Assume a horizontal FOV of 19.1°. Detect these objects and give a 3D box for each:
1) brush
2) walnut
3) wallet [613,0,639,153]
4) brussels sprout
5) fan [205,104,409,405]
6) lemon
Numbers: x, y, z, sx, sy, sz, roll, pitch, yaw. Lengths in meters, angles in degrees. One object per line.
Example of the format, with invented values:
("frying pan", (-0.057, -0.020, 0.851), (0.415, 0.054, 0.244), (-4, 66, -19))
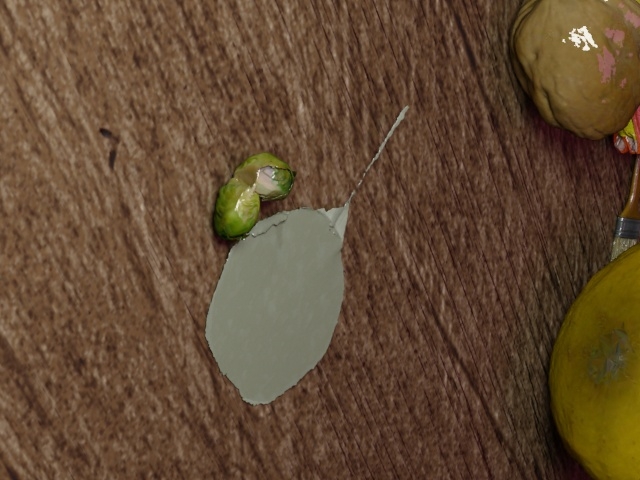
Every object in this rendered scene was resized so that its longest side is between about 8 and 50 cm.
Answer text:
("brush", (0.349, -0.048, 2.130), (0.043, 0.014, 0.170), (4, 96, -51))
("walnut", (0.260, -0.184, 1.864), (0.166, 0.149, 0.166), (43, 39, -49))
("wallet", (0.349, -0.220, 2.039), (0.141, 0.067, 0.241), (-29, 119, -39))
("brussels sprout", (-0.056, -0.038, 1.572), (0.083, 0.046, 0.051), (-51, 130, -29))
("fan", (-0.001, 0.000, 1.685), (0.310, 0.010, 0.182), (-56, 140, -20))
("lemon", (0.385, 0.143, 2.019), (0.297, 0.297, 0.297), (-21, 118, -48))
